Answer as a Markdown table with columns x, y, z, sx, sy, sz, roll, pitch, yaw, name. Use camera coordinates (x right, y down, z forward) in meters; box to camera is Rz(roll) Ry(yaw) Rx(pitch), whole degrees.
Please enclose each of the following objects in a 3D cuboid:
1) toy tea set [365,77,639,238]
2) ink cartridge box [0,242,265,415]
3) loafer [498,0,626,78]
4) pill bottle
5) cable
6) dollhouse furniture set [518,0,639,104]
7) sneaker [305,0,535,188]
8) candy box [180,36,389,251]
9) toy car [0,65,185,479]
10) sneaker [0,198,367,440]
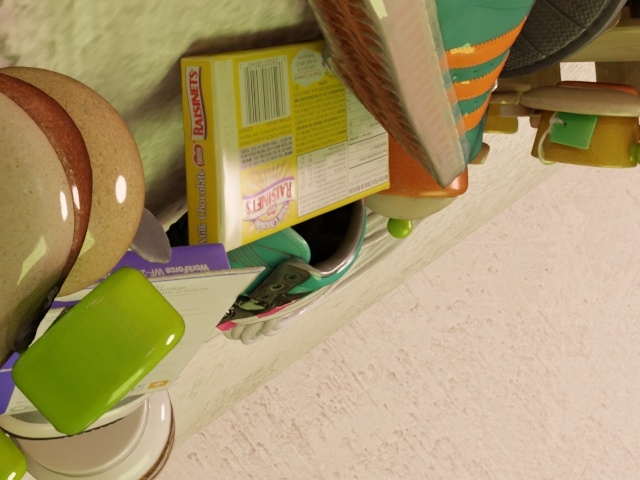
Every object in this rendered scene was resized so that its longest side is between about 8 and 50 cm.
| x | y | z | sx | sy | sz | roll | pitch | yaw | name |
| --- | --- | --- | --- | --- | --- | --- | --- | --- | --- |
| 0.164 | -0.050 | 0.884 | 0.200 | 0.124 | 0.336 | -6 | -166 | -45 | toy tea set |
| -0.154 | 0.044 | 0.635 | 0.206 | 0.045 | 0.208 | -6 | 160 | -23 | ink cartridge box |
| 0.168 | -0.201 | 0.721 | 0.095 | 0.109 | 0.302 | -39 | 171 | -30 | loafer |
| -0.187 | 0.147 | 1.025 | 0.131 | 0.131 | 0.229 | -36 | 172 | -12 | pill bottle |
| 0.000 | 0.000 | 1.169 | 0.257 | 0.089 | 0.257 | -33 | 172 | -33 | cable |
| 0.279 | -0.138 | 0.986 | 0.242 | 0.161 | 0.212 | -2 | 169 | -2 | dollhouse furniture set |
| 0.067 | -0.120 | 0.644 | 0.121 | 0.108 | 0.302 | -41 | 163 | -2 | sneaker |
| -0.013 | -0.065 | 0.735 | 0.027 | 0.105 | 0.206 | 8 | -165 | 28 | candy box |
| -0.122 | -0.008 | 0.453 | 0.149 | 0.155 | 0.188 | -40 | -176 | 19 | toy car |
| -0.081 | 0.020 | 0.814 | 0.295 | 0.124 | 0.178 | -29 | 166 | -29 | sneaker |
